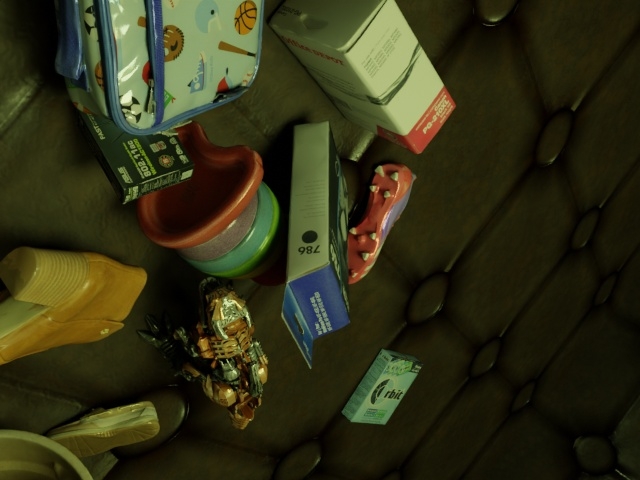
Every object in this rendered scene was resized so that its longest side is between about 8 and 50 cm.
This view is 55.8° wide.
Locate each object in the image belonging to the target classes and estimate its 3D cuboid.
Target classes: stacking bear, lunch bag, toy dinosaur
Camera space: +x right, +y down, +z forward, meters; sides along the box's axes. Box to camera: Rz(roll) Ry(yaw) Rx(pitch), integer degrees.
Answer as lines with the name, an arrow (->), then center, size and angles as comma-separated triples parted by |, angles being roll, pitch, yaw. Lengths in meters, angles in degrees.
stacking bear -> -0.113, -0.017, 0.875 | 0.164, 0.175, 0.289 | -58, 148, -6
lunch bag -> -0.165, -0.262, 0.632 | 0.243, 0.115, 0.303 | -36, 143, -45
toy dinosaur -> -0.155, 0.183, 0.919 | 0.164, 0.218, 0.322 | -9, 124, -41

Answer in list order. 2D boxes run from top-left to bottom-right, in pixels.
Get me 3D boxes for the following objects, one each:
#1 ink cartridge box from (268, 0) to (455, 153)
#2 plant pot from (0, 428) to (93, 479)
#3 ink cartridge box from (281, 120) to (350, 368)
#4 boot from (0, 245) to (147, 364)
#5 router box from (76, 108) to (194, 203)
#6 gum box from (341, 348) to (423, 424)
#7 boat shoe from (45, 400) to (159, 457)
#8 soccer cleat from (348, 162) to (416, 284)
ink cartridge box -> 0.064, -0.249, 0.860 | 0.100, 0.172, 0.237 | -53, 139, -2
plant pot -> -0.434, 0.481, 0.823 | 0.334, 0.334, 0.305 | -29, 146, -26
ink cartridge box -> 0.000, 0.000, 0.878 | 0.065, 0.332, 0.165 | -5, 144, 10
boot -> -0.373, 0.124, 0.770 | 0.295, 0.104, 0.211 | -40, 157, 7
router box -> -0.222, -0.115, 0.724 | 0.092, 0.122, 0.038 | -27, 167, -29
gum box -> 0.153, 0.358, 1.470 | 0.157, 0.041, 0.184 | 24, 100, -49
boat shoe -> -0.340, 0.290, 0.942 | 0.170, 0.059, 0.063 | -6, 131, -16
soccer cleat -> 0.106, -0.027, 1.132 | 0.095, 0.083, 0.248 | 6, 110, -51
